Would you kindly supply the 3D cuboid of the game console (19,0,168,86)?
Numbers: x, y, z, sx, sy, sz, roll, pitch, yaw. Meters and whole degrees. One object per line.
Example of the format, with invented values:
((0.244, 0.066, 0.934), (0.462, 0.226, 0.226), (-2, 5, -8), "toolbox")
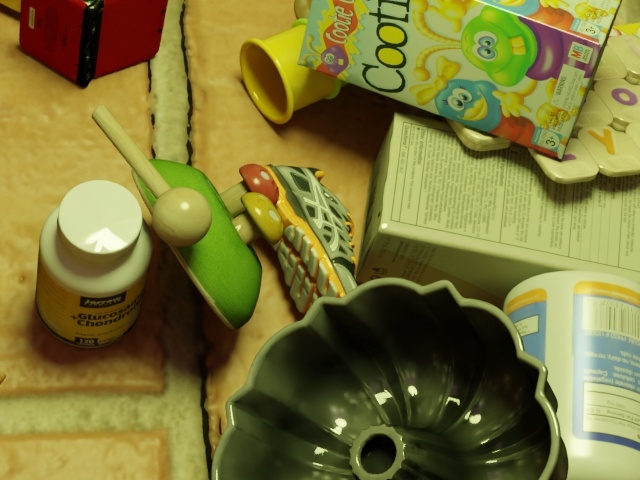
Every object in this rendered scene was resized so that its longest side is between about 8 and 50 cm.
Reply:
((-0.230, -0.229, 1.745), (0.124, 0.144, 0.085), (32, 61, 6), "game console")

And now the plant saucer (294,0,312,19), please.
((0.013, -0.255, 1.881), (0.083, 0.015, 0.083), (5, 62, -9), "plant saucer")

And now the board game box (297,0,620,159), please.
((0.138, -0.214, 1.680), (0.275, 0.144, 0.142), (20, 41, 8), "board game box")

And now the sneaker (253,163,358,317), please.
((0.000, 0.000, 1.701), (0.083, 0.084, 0.215), (-10, 54, -27), "sneaker")

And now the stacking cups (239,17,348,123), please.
((0.071, -0.220, 1.840), (0.316, 0.096, 0.096), (-24, 70, -25), "stacking cups")

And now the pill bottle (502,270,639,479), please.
((0.243, 0.178, 1.630), (0.152, 0.152, 0.272), (9, 63, -7), "pill bottle")

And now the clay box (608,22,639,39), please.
((0.385, -0.178, 1.896), (0.222, 0.053, 0.127), (-9, 63, -14), "clay box")

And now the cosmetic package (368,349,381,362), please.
((0.094, 0.103, 1.690), (0.115, 0.060, 0.041), (-4, 63, -15), "cosmetic package")

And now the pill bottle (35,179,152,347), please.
((-0.210, 0.020, 1.598), (0.103, 0.184, 0.103), (4, 63, -9), "pill bottle")

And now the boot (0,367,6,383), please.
((-0.340, 0.171, 1.561), (0.197, 0.073, 0.152), (44, 59, 9), "boot")

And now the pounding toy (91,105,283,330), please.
((-0.093, -0.032, 1.609), (0.110, 0.237, 0.183), (-32, 56, 0), "pounding toy")

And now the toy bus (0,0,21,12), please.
((-0.270, -0.372, 1.773), (0.149, 0.211, 0.220), (29, 60, 6), "toy bus")

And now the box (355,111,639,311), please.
((0.204, -0.012, 1.735), (0.311, 0.121, 0.148), (13, 61, -5), "box")

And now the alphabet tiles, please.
((0.247, -0.153, 1.769), (0.284, 0.021, 0.278), (-8, 46, -24), "alphabet tiles")

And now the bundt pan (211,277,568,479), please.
((0.075, 0.207, 1.537), (0.331, 0.124, 0.330), (-12, 63, 23), "bundt pan")
